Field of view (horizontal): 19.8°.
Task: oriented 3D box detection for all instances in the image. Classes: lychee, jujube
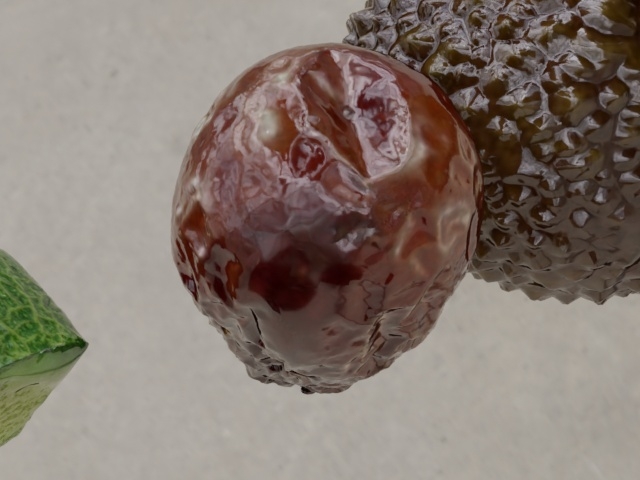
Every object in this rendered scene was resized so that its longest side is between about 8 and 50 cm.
[{"bbox_3d":[0.141,-0.087,1.177,0.267,0.267,0.267,-16,49,19],"label":"lychee"},{"bbox_3d":[0.000,0.000,0.999,0.168,0.236,0.168,4,57,-6],"label":"jujube"}]

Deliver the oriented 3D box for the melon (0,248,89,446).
[{"bbox_3d":[-0.303,0.028,1.051,0.196,0.124,0.323,-27,50,-37],"label":"melon"}]
